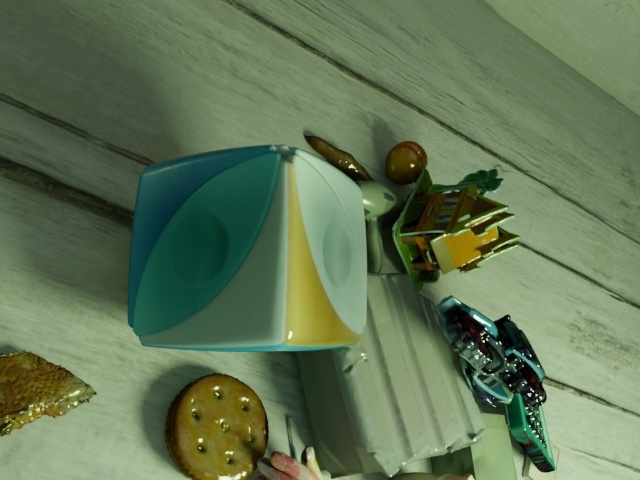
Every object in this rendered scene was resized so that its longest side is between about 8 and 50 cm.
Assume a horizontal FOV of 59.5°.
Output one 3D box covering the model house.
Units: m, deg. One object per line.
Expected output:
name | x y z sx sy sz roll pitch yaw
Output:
model house | 0.419 -0.048 1.598 0.358 0.312 0.243 -57 134 -42

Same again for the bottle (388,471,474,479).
bottle | 0.249 0.571 1.205 0.147 0.236 0.148 16 57 -27

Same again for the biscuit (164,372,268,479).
biscuit | -0.200 0.372 1.114 0.220 0.066 0.221 18 56 -28

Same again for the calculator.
calculator | 0.561 0.463 1.523 0.274 0.058 0.249 51 29 -33

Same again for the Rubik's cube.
Rubik's cube | -0.123 0.032 1.070 0.352 0.351 0.348 15 74 -60

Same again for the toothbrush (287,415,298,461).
toothbrush | -0.053 0.463 1.204 0.014 0.011 0.167 8 60 -38

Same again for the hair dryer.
hair dryer | 0.201 -0.039 1.633 0.295 0.118 0.299 -16 90 -44

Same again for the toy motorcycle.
toy motorcycle | 0.395 0.250 1.326 0.416 0.172 0.232 34 24 -37

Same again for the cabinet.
cabinet | 0.373 0.542 1.372 0.150 0.145 0.206 15 57 -28

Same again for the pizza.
pizza | -0.518 0.263 0.955 0.226 0.069 0.147 -13 51 -43

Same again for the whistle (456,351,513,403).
whistle | 0.372 0.337 1.463 0.273 0.093 0.186 27 55 17

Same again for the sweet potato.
sweet potato | 0.065 -0.234 1.653 0.273 0.067 0.067 36 49 -7

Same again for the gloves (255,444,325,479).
gloves | -0.035 0.510 1.092 0.145 0.126 0.241 -31 118 -17

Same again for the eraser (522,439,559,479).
eraser | 0.624 0.627 1.584 0.103 0.023 0.150 40 48 -10

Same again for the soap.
soap | 0.133 0.296 1.295 0.350 0.213 0.436 -2 66 -36

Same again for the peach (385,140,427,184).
peach | 0.269 -0.246 1.760 0.138 0.138 0.138 17 56 -27
